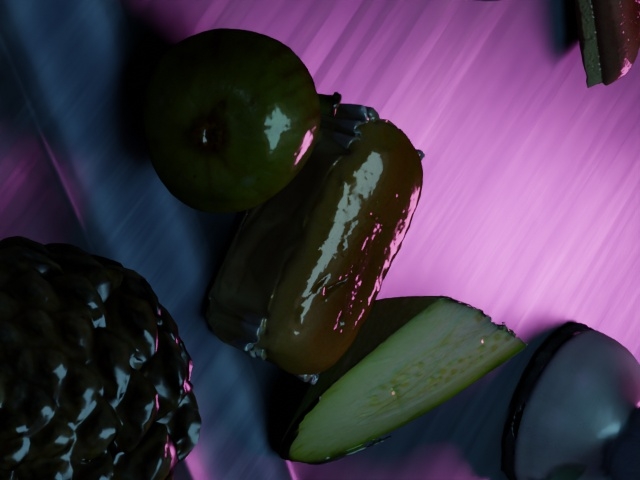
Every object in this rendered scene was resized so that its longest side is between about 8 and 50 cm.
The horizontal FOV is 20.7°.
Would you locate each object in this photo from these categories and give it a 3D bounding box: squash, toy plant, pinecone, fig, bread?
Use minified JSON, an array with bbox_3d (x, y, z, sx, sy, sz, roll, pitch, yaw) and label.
[{"bbox_3d":[0.077,0.150,1.735,0.237,0.204,0.155,35,57,-59],"label":"squash"},{"bbox_3d":[0.417,0.265,2.156,0.247,0.332,0.247,-35,138,-40],"label":"toy plant"},{"bbox_3d":[-0.196,0.106,1.210,0.257,0.243,0.243,-29,133,-64],"label":"pinecone"},{"bbox_3d":[-0.065,-0.109,1.389,0.186,0.148,0.142,-92,167,-61],"label":"fig"},{"bbox_3d":[0.000,0.000,1.567,0.136,0.107,0.241,32,82,-56],"label":"bread"},{"bbox_3d":[0.324,-0.271,1.926,0.119,0.067,0.192,-37,137,-28],"label":"bread"}]
